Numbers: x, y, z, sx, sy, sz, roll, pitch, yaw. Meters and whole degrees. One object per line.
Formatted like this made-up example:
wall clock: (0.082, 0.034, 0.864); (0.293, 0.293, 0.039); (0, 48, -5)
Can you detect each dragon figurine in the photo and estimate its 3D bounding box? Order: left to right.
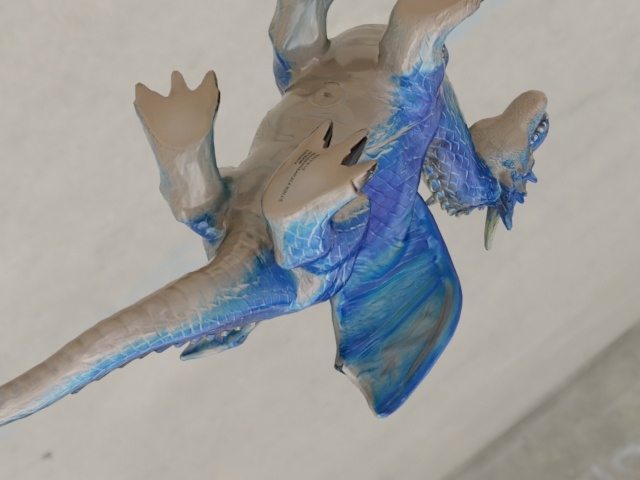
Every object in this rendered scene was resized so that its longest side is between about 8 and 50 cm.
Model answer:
dragon figurine: (0.000, 0.000, 0.565); (0.289, 0.085, 0.144); (-56, 150, -37)
